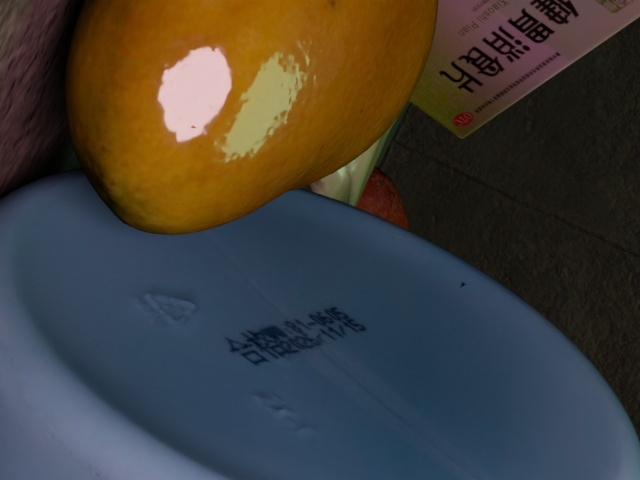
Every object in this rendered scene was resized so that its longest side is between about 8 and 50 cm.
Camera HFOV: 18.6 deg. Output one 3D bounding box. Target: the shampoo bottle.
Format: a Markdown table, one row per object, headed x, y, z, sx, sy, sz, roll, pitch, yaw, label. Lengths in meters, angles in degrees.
| x | y | z | sx | sy | sz | roll | pitch | yaw | label |
| --- | --- | --- | --- | --- | --- | --- | --- | --- | --- |
| -0.058 | 0.182 | 0.919 | 0.331 | 0.331 | 0.342 | -56 | 169 | -66 | shampoo bottle |

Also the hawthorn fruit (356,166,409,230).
| x | y | z | sx | sy | sz | roll | pitch | yaw | label |
| --- | --- | --- | --- | --- | --- | --- | --- | --- | --- |
| 0.000 | 0.000 | 1.755 | 0.173 | 0.173 | 0.173 | 25 | 90 | -86 | hawthorn fruit |

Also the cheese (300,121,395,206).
| x | y | z | sx | sy | sz | roll | pitch | yaw | label |
| --- | --- | --- | --- | --- | --- | --- | --- | --- | --- |
| -0.009 | -0.096 | 1.295 | 0.233 | 0.127 | 0.266 | -62 | 176 | -39 | cheese |

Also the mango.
| x | y | z | sx | sy | sz | roll | pitch | yaw | label |
| --- | --- | --- | --- | --- | --- | --- | --- | --- | --- |
| -0.029 | -0.104 | 0.899 | 0.254 | 0.139 | 0.175 | -40 | 135 | -65 | mango |

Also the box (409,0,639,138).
| x | y | z | sx | sy | sz | roll | pitch | yaw | label |
| --- | --- | --- | --- | --- | --- | --- | --- | --- | --- |
| 0.109 | -0.187 | 1.385 | 0.260 | 0.175 | 0.062 | -35 | -157 | 55 | box |
